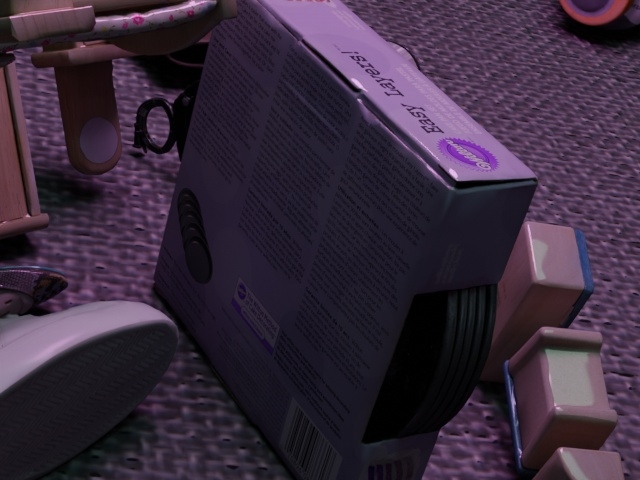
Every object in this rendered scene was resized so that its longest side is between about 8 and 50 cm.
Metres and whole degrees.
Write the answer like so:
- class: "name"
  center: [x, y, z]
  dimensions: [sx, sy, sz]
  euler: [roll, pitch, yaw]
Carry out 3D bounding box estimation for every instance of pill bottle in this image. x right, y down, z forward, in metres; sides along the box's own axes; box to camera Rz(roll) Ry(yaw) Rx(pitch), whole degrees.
- class: "pill bottle"
  center: [0.359, -0.321, 1.605]
  dimensions: [0.130, 0.130, 0.245]
  euler: [28, 34, 19]

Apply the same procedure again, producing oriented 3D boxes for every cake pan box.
- class: "cake pan box"
  center: [0.000, 0.000, 0.832]
  dimensions: [0.070, 0.246, 0.267]
  euler: [-8, 38, -32]

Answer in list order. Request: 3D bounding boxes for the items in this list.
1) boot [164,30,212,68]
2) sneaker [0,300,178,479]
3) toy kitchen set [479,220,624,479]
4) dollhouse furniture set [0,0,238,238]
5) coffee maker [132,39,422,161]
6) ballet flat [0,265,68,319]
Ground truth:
- class: "boot"
  center: [-0.175, -0.226, 1.259]
  dimensions: [0.248, 0.090, 0.207]
  euler: [-1, 33, -31]
- class: "sneaker"
  center: [-0.231, 0.066, 0.760]
  dimensions: [0.169, 0.108, 0.292]
  euler: [38, 39, 27]
- class: "toy kitchen set"
  center: [0.200, 0.114, 0.898]
  dimensions: [0.166, 0.122, 0.207]
  euler: [8, 52, -13]
- class: "dollhouse furniture set"
  center: [-0.139, -0.076, 0.820]
  dimensions: [0.303, 0.174, 0.355]
  euler: [-18, 15, -41]
- class: "coffee maker"
  center: [-0.027, -0.110, 1.114]
  dimensions: [0.171, 0.120, 0.178]
  euler: [29, 33, 23]
- class: "ballet flat"
  center: [-0.221, 0.037, 0.884]
  dimensions: [0.114, 0.041, 0.041]
  euler: [5, 33, -16]
